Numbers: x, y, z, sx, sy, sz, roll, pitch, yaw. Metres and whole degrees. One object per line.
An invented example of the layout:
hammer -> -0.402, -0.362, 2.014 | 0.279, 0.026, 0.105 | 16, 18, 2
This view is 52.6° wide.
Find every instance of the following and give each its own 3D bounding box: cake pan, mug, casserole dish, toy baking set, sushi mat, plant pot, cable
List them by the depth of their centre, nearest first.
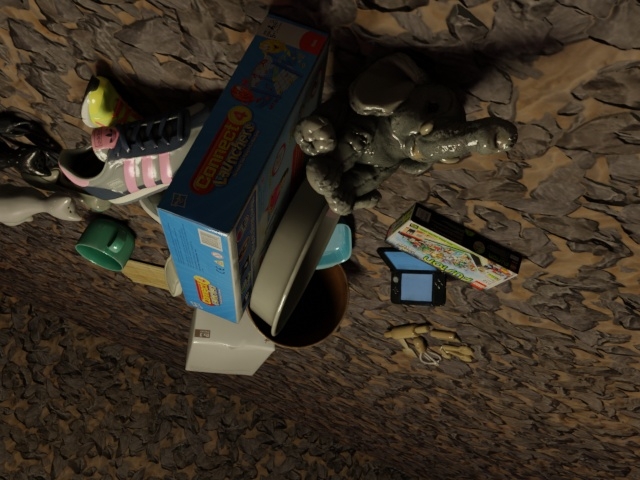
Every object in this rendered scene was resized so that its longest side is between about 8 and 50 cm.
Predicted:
cake pan -> -0.028, 0.005, 0.999 | 0.054, 0.293, 0.293 | 25, 155, 5
casserole dish -> 0.000, 0.000, 1.221 | 0.114, 0.037, 0.188 | -10, 152, -2
cable -> -0.631, -0.208, 1.371 | 0.185, 0.047, 0.150 | 1, 153, 33
plant pot -> -0.076, 0.113, 1.393 | 0.215, 0.215, 0.230 | 29, 169, -13
toy baking set -> 0.256, 0.261, 1.581 | 0.197, 0.030, 0.256 | 34, 152, -24
mug -> -0.526, 0.006, 1.635 | 0.158, 0.097, 0.129 | 10, 152, 24
sushi mat -> -0.460, 0.108, 1.875 | 0.317, 0.019, 0.151 | 11, 154, 25

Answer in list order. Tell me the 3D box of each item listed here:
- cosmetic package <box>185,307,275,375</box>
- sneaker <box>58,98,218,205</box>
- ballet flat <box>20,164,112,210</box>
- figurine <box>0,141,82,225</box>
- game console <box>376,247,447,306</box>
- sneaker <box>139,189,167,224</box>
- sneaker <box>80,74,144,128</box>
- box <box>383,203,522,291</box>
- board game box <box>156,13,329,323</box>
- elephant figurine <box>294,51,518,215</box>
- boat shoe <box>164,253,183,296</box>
cosmetic package -> -0.257, 0.265, 1.807 | 0.217, 0.156, 0.385 | 8, 156, -14
sneaker -> -0.281, -0.146, 1.022 | 0.319, 0.112, 0.131 | -23, 149, 29
ballet flat -> -0.561, -0.134, 1.443 | 0.213, 0.072, 0.068 | 23, 128, -2
figurine -> -0.624, -0.117, 1.360 | 0.210, 0.092, 0.214 | 3, 139, 20
game console -> 0.170, 0.070, 1.230 | 0.122, 0.107, 0.071 | 0, 175, 41
sneaker -> -0.236, -0.085, 1.194 | 0.296, 0.123, 0.178 | 24, 148, 21
sneaker -> -0.337, -0.206, 1.100 | 0.094, 0.081, 0.208 | 11, 160, 4
box -> 0.225, 0.016, 1.112 | 0.207, 0.036, 0.114 | 26, 155, -7
board game box -> -0.092, -0.080, 0.869 | 0.086, 0.301, 0.308 | 21, 154, 5
elephant figurine -> 0.103, -0.138, 0.790 | 0.239, 0.186, 0.169 | -25, 171, 21
boat shoe -> -0.302, 0.045, 1.572 | 0.099, 0.116, 0.319 | -14, 163, -29
